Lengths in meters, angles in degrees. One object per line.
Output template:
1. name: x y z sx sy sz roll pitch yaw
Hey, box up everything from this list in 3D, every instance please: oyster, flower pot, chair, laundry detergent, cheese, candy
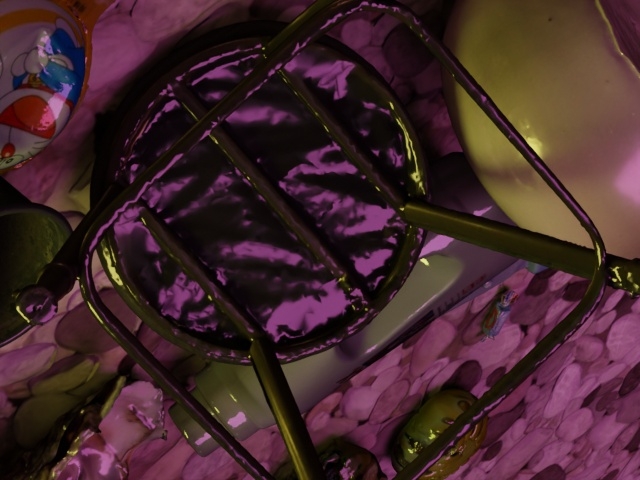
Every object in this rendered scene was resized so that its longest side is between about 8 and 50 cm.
1. oyster: -0.257 0.245 1.787 0.271 0.100 0.275 -37 150 -22
2. flower pot: -0.290 0.006 1.461 0.157 0.107 0.157 -27 141 -24
3. chair: 0.000 0.000 1.401 0.362 0.410 0.364 -44 108 -2
4. laundry detergent: 0.017 0.074 1.829 0.398 0.124 0.264 -37 170 -2
5. cheese: -0.223 -0.153 1.377 0.270 0.069 0.177 -55 144 -4
6. candy: 0.218 0.093 2.195 0.030 0.020 0.083 -11 138 -36

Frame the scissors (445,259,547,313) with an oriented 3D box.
1. scissors: 0.223 0.027 2.113 0.447 0.029 0.192 -27 146 -24

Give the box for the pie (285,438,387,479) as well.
1. pie: -0.066 0.398 2.198 0.371 0.078 0.296 -38 149 -10

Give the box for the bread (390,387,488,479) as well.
1. bread: 0.153 0.252 2.268 0.139 0.071 0.130 -40 152 -4

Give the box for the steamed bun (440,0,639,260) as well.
1. steamed bun: 0.242 -0.125 1.690 0.206 0.324 0.324 -35 153 25
